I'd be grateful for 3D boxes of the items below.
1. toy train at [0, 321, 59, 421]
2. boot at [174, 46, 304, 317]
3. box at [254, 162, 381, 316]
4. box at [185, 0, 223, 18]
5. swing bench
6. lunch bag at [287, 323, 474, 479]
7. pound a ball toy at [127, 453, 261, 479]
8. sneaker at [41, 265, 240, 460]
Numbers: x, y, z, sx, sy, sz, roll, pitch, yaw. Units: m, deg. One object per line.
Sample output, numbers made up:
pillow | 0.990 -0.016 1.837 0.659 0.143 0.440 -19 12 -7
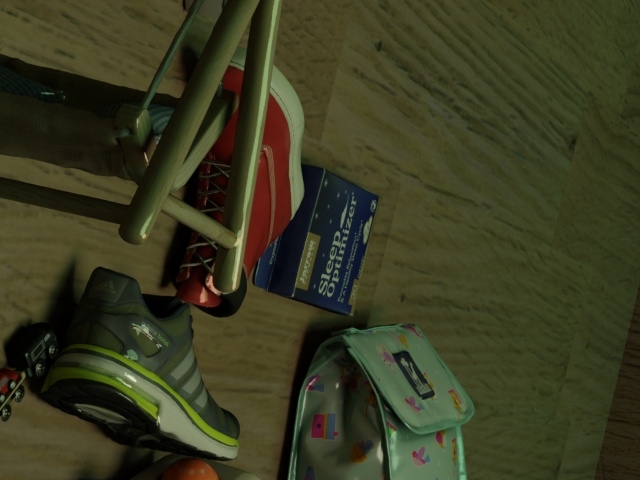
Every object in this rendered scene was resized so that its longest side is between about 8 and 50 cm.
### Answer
toy train | -0.248 0.117 1.505 0.158 0.027 0.036 -56 147 -43
boot | -0.085 -0.042 1.746 0.244 0.088 0.176 80 32 -52
box | 0.000 0.000 2.045 0.225 0.036 0.136 21 82 -67
box | -0.028 -0.363 1.739 0.322 0.058 0.232 -51 147 -50
swing bench | -0.158 -0.126 1.280 0.165 0.253 0.255 34 70 -67
lunch bag | 0.065 0.222 2.173 0.223 0.160 0.262 -5 95 -64
pound a ball toy | -0.108 0.276 1.695 0.319 0.208 0.136 -28 128 -62
sneaker | -0.135 0.113 1.683 0.300 0.111 0.121 51 49 -67
